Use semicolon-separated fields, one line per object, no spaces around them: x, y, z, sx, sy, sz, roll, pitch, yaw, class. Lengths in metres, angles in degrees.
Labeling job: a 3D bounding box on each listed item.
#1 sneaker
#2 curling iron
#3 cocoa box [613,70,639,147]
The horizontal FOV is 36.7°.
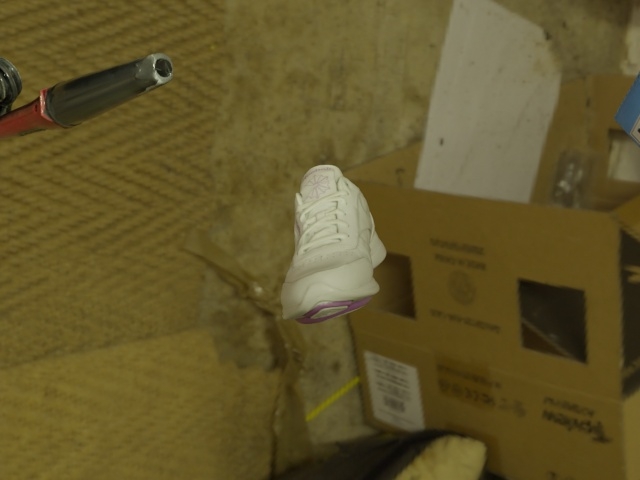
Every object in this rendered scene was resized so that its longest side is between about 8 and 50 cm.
0.000;0.000;1.108;0.305;0.114;0.152;-67;139;-75;sneaker
-0.180;-0.099;0.638;0.035;0.274;0.068;-38;118;-31;curling iron
0.392;-0.093;0.522;0.347;0.228;0.232;-6;136;-27;cocoa box
